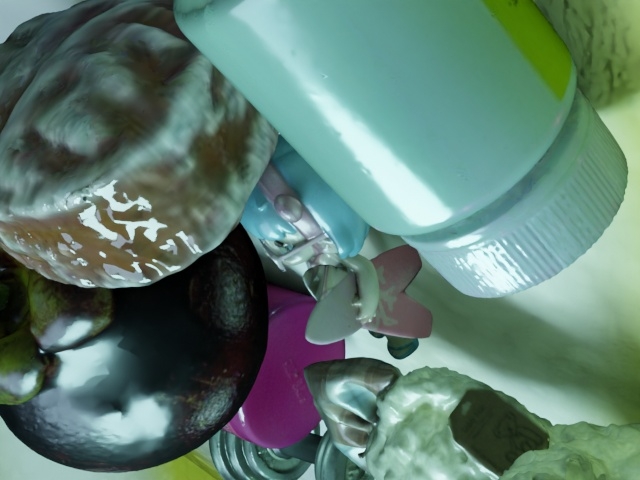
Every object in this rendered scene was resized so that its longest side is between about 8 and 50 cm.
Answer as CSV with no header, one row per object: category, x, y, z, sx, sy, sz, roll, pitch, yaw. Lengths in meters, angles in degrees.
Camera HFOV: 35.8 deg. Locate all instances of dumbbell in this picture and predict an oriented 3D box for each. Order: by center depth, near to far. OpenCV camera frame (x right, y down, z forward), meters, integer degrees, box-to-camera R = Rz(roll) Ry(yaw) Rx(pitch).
dumbbell,-0.005,0.283,1.341,0.179,0.179,0.406,44,157,-26

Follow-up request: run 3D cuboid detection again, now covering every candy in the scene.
candy,-0.157,-0.074,0.717,0.289,0.214,0.157,18,153,46

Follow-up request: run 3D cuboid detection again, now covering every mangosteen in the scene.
mangosteen,-0.188,0.062,0.911,0.297,0.297,0.313,31,159,9

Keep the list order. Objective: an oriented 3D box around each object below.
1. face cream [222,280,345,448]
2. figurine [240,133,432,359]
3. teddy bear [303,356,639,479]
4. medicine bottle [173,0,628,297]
face cream,-0.096,0.126,1.132,0.194,0.175,0.175,14,152,39
figurine,0.013,-0.003,0.826,0.260,0.102,0.205,52,-171,-44
teddy bear,0.159,0.272,0.797,0.362,0.375,0.327,-5,147,11
medicine bottle,0.046,-0.085,0.502,0.225,0.139,0.139,45,157,-26
